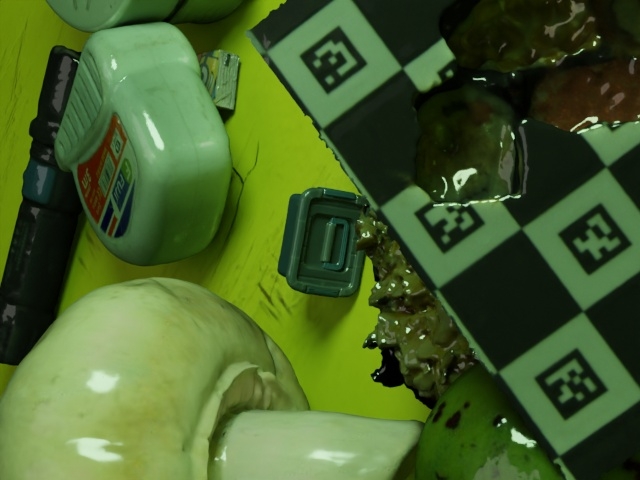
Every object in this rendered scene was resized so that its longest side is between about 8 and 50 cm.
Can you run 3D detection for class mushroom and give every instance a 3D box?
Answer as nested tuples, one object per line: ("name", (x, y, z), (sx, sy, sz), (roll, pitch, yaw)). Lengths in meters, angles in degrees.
("mushroom", (-0.115, 0.220, 1.126), (0.325, 0.353, 0.353), (-54, 37, -11))

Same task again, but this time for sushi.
("sushi", (0.097, 0.044, 1.047), (0.147, 0.115, 0.212), (-33, 59, 44))
("sushi", (0.193, -0.088, 0.810), (0.343, 0.064, 0.359), (-37, 81, 7))

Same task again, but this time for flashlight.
("flashlight", (-0.339, -0.034, 1.650), (0.103, 0.103, 0.423), (32, 110, 50))

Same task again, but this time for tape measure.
("tape measure", (-0.186, -0.098, 1.409), (0.246, 0.125, 0.243), (62, 150, 20))

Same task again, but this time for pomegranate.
("pomegranate", (0.164, 0.130, 0.867), (0.202, 0.202, 0.247), (12, 105, 52))

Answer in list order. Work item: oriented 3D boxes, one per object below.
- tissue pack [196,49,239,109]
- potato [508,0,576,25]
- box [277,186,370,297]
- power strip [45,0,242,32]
("tissue pack", (-0.124, -0.175, 1.440), (0.083, 0.035, 0.063), (7, 90, 55))
("potato", (0.200, -0.166, 0.887), (0.264, 0.211, 0.189), (-15, 69, 46))
("box", (0.000, 0.000, 1.221), (0.054, 0.074, 0.099), (-164, 84, -66))
("power strip", (-0.198, -0.388, 1.405), (0.357, 0.161, 0.357), (22, 118, 50))
